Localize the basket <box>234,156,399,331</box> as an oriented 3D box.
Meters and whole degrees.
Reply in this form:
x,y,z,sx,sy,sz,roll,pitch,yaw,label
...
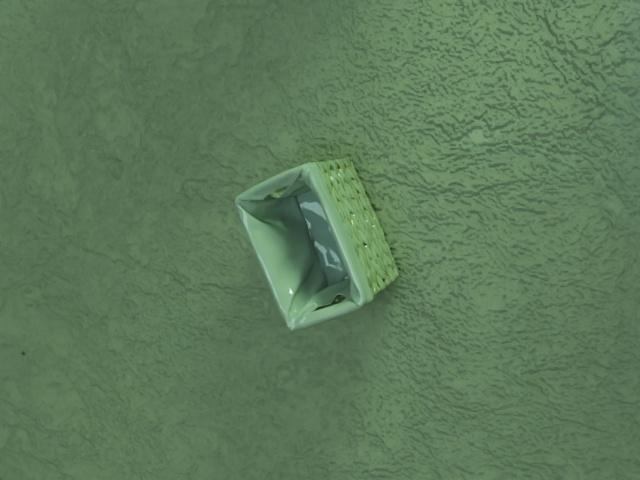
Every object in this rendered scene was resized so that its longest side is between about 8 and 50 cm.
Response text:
x,y,z,sx,sy,sz,roll,pitch,yaw,label
0.000,0.000,1.191,0.113,0.103,0.167,-22,90,33,basket
